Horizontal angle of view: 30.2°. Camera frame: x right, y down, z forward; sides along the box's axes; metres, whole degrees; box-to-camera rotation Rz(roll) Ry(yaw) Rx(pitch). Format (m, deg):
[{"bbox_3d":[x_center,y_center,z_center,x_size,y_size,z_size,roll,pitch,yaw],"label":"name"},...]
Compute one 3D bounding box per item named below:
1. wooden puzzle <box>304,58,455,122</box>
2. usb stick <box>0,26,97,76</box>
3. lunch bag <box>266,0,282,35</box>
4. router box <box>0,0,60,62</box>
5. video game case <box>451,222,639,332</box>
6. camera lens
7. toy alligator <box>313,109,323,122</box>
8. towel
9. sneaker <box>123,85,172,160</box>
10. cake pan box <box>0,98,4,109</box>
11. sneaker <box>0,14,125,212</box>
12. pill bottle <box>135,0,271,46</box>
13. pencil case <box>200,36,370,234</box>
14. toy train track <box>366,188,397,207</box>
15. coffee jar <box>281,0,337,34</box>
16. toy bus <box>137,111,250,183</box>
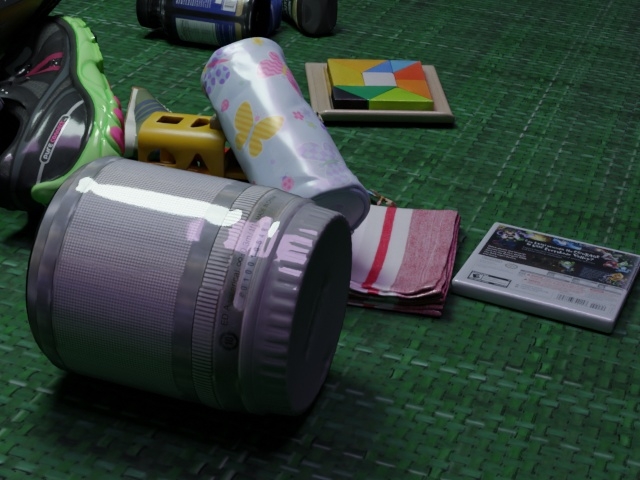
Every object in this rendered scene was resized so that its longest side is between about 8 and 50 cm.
[{"bbox_3d":[0.091,-0.247,1.912,0.221,0.044,0.238,0,28,-6],"label":"wooden puzzle"},{"bbox_3d":[-0.491,-0.311,1.967,0.077,0.045,0.278,30,37,28],"label":"usb stick"},{"bbox_3d":[-0.126,-0.417,2.181,0.098,0.067,0.065,13,29,19],"label":"lunch bag"},{"bbox_3d":[-0.509,-0.306,1.698,0.243,0.081,0.309,-36,6,-38],"label":"router box"},{"bbox_3d":[0.273,0.041,1.416,0.190,0.022,0.173,14,30,21],"label":"video game case"},{"bbox_3d":[-0.128,0.043,1.153,0.274,0.219,0.219,12,29,15],"label":"camera lens"},{"bbox_3d":[-0.011,-0.129,1.676,0.051,0.056,0.189,-36,27,12],"label":"toy alligator"},{"bbox_3d":[0.000,0.000,1.447,0.329,0.037,0.237,7,27,7],"label":"towel"},{"bbox_3d":[-0.238,-0.162,1.705,0.086,0.064,0.192,8,28,-8],"label":"sneaker"},{"bbox_3d":[-0.556,-0.117,1.443,0.267,0.070,0.245,16,61,27],"label":"cake pan box"},{"bbox_3d":[-0.387,-0.178,1.587,0.202,0.185,0.483,-7,27,-17],"label":"sneaker"},{"bbox_3d":[-0.208,-0.410,2.101,0.219,0.122,0.123,11,29,12],"label":"pill bottle"},{"bbox_3d":[-0.043,-0.116,1.407,0.124,0.113,0.273,16,38,-53],"label":"pencil case"},{"bbox_3d":[0.070,-0.056,1.576,0.048,0.014,0.083,33,-3,-37],"label":"toy train track"},{"bbox_3d":[-0.038,-0.454,2.231,0.079,0.096,0.184,-15,32,-25],"label":"coffee jar"},{"bbox_3d":[-0.133,-0.111,1.516,0.202,0.104,0.191,-15,29,-30],"label":"toy bus"}]
